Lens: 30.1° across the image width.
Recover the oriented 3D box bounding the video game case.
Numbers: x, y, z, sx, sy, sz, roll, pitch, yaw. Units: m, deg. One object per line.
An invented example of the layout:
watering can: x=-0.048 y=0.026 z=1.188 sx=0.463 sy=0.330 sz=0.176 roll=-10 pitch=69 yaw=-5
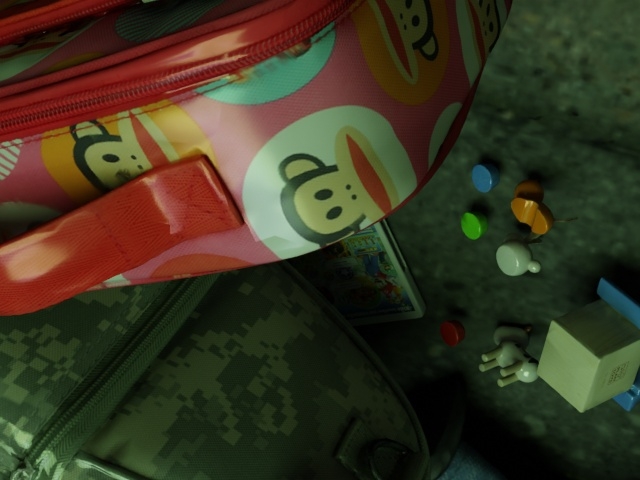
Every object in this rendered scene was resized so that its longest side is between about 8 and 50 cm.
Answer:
video game case: x=0.000 y=0.000 z=0.686 sx=0.087 sy=0.011 sz=0.122 roll=-10 pitch=121 yaw=30

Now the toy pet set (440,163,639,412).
toy pet set: x=0.131 y=0.028 z=0.631 sx=0.114 sy=0.065 sz=0.122 roll=44 pitch=140 yaw=37

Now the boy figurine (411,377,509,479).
boy figurine: x=0.142 y=0.214 z=0.738 sx=0.285 sy=0.092 sz=0.177 roll=44 pitch=131 yaw=-13

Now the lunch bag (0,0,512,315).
lunch bag: x=-0.081 y=-0.062 z=0.506 sx=0.293 sy=0.258 sz=0.120 roll=-9 pitch=122 yaw=30

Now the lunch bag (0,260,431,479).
lunch bag: x=-0.101 y=0.132 z=0.682 sx=0.256 sy=0.212 sz=0.305 roll=35 pitch=137 yaw=0
